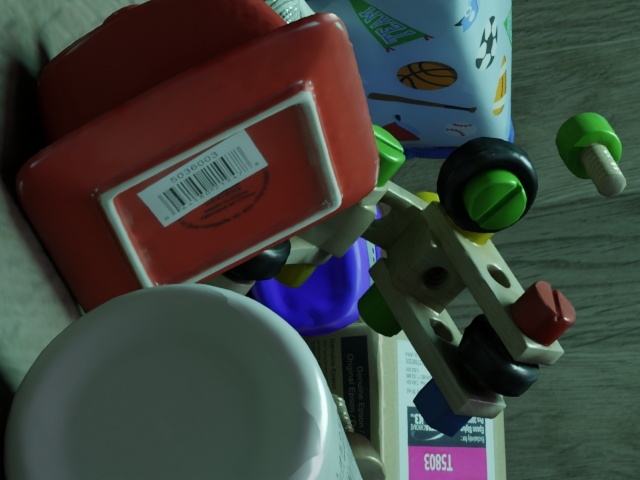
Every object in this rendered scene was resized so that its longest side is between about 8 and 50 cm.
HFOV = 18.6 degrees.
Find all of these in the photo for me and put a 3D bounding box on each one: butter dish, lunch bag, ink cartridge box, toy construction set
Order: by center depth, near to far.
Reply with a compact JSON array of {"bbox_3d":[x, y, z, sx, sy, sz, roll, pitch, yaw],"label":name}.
[{"bbox_3d":[-0.068,-0.060,0.901,0.118,0.160,0.160,60,-6,29],"label":"butter dish"},{"bbox_3d":[0.013,0.013,1.259,0.237,0.257,0.308,-110,-153,-53],"label":"toy construction set"},{"bbox_3d":[0.068,0.170,1.583,0.235,0.088,0.193,10,75,-60],"label":"ink cartridge box"},{"bbox_3d":[0.047,-0.305,1.738,0.328,0.239,0.385,66,25,-65],"label":"lunch bag"}]

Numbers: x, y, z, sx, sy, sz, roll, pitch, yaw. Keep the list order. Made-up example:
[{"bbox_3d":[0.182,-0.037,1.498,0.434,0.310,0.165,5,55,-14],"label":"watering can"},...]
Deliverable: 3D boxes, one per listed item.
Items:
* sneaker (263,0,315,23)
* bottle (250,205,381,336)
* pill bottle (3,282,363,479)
[{"bbox_3d":[-0.055,-0.184,1.425,0.092,0.088,0.225,50,26,-38],"label":"sneaker"},{"bbox_3d":[0.000,0.000,1.559,0.283,0.092,0.118,-50,131,-82],"label":"bottle"},{"bbox_3d":[-0.043,0.126,0.840,0.229,0.131,0.131,71,13,-59],"label":"pill bottle"}]
